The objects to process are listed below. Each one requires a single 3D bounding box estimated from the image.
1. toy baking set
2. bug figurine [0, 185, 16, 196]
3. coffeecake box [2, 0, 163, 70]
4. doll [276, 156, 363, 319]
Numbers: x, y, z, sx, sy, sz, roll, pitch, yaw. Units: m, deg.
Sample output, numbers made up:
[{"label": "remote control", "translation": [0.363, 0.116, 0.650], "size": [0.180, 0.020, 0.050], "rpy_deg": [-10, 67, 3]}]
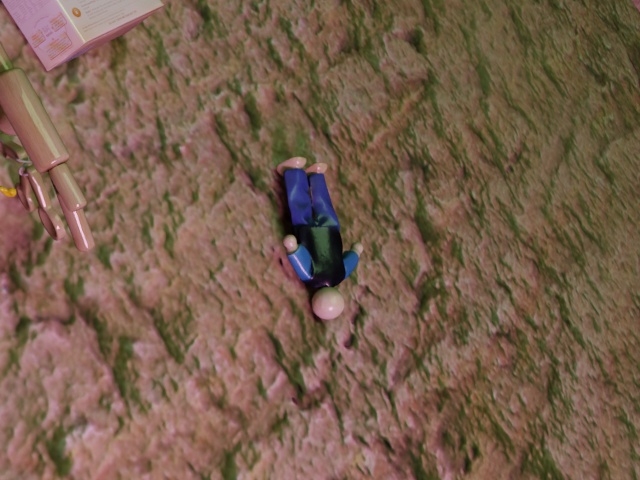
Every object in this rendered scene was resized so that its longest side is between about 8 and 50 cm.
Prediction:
[{"label": "toy baking set", "translation": [-0.273, -0.098, 1.090], "size": [0.030, 0.197, 0.256], "rpy_deg": [-29, 95, -25]}, {"label": "bug figurine", "translation": [-0.356, 0.012, 1.007], "size": [0.216, 0.072, 0.279], "rpy_deg": [24, 56, -34]}, {"label": "coffeecake box", "translation": [-0.268, -0.286, 1.291], "size": [0.185, 0.068, 0.142], "rpy_deg": [58, 38, -8]}, {"label": "doll", "translation": [0.000, 0.000, 1.459], "size": [0.129, 0.046, 0.189], "rpy_deg": [12, 59, -45]}]
